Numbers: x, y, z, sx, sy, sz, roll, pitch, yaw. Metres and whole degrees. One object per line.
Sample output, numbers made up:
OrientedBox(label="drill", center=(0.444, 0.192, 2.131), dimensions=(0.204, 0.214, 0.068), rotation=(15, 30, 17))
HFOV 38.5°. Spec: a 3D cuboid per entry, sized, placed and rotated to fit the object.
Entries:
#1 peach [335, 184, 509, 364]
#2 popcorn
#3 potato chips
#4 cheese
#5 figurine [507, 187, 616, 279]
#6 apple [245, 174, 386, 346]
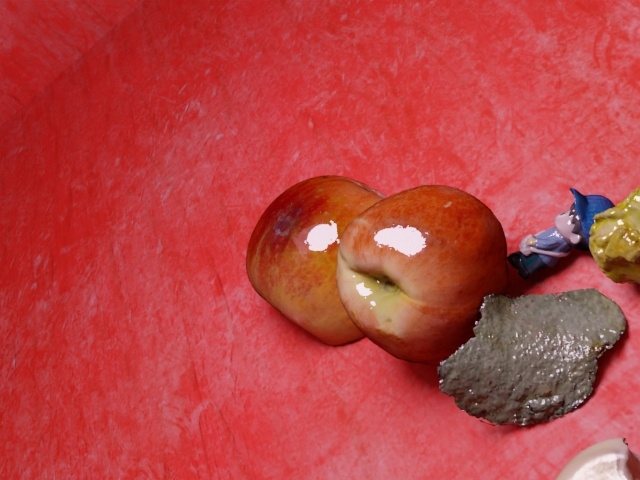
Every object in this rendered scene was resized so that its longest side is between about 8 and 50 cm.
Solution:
OrientedBox(label="peach", center=(0.145, 0.036, 1.209), dimensions=(0.232, 0.256, 0.232), rotation=(11, 107, 39))
OrientedBox(label="popcorn", center=(0.393, -0.003, 1.080), dimensions=(0.145, 0.126, 0.126), rotation=(-13, 54, 3))
OrientedBox(label="potato chips", center=(0.259, 0.129, 1.107), dimensions=(0.167, 0.059, 0.228), rotation=(37, 80, 10))
OrientedBox(label="cheese", center=(0.271, 0.332, 0.952), dimensions=(0.249, 0.071, 0.163), rotation=(-45, 39, 3))
OrientedBox(label="figurine", center=(0.316, -0.004, 1.185), dimensions=(0.149, 0.086, 0.087), rotation=(-42, 74, 22))
OrientedBox(label="apple", center=(0.000, 0.000, 1.399), dimensions=(0.251, 0.163, 0.293), rotation=(-50, 41, -1))
